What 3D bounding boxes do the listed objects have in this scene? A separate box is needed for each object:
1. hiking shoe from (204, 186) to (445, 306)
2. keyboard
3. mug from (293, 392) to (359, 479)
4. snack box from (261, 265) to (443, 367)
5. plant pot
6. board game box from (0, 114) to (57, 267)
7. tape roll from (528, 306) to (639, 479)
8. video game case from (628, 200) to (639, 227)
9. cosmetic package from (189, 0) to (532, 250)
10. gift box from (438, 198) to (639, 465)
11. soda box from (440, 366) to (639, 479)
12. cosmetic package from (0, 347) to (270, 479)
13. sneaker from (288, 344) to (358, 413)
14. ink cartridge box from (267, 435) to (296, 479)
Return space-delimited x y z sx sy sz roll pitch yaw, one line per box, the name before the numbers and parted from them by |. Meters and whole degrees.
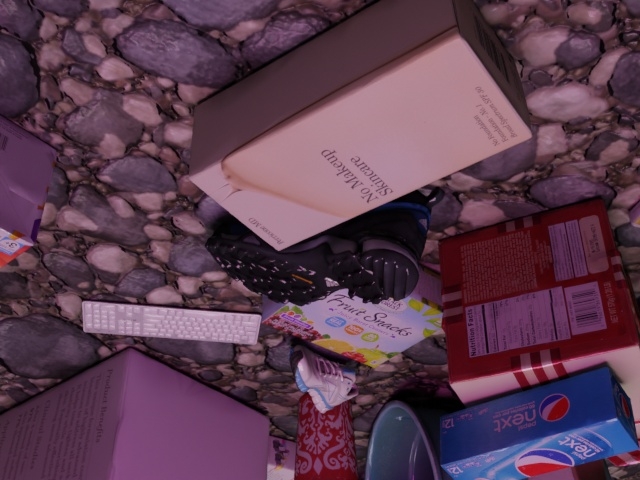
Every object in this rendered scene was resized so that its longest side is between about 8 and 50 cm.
hiking shoe | 0.000 0.000 1.024 0.303 0.132 0.113 3 141 35
keyboard | -0.217 0.120 1.254 0.255 0.014 0.072 5 142 -8
mug | 0.006 0.355 1.436 0.113 0.169 0.150 3 143 -6
snack box | 0.052 0.083 1.166 0.207 0.070 0.174 26 135 -32
plant pot | 0.285 0.437 1.449 0.333 0.341 0.341 1 143 -16
board game box | -0.445 -0.023 0.958 0.275 0.142 0.144 -29 134 31
tape roll | 0.444 0.284 1.175 0.072 0.392 0.392 22 137 -26
video game case | 0.524 -0.064 1.023 0.226 0.026 0.206 11 141 -17
cosmetic package | 0.035 -0.122 0.867 0.309 0.113 0.160 -25 136 27
gift box | 0.315 0.133 1.088 0.276 0.255 0.258 -11 140 22
soda box | 0.242 0.217 0.967 0.210 0.071 0.067 -24 125 27
cosmetic package | -0.337 0.437 1.404 0.393 0.330 0.327 -27 135 30
sneaker | 0.009 0.206 1.337 0.082 0.071 0.191 -18 148 11
ink cartridge box | -0.091 0.418 1.603 0.181 0.062 0.104 22 137 -26
